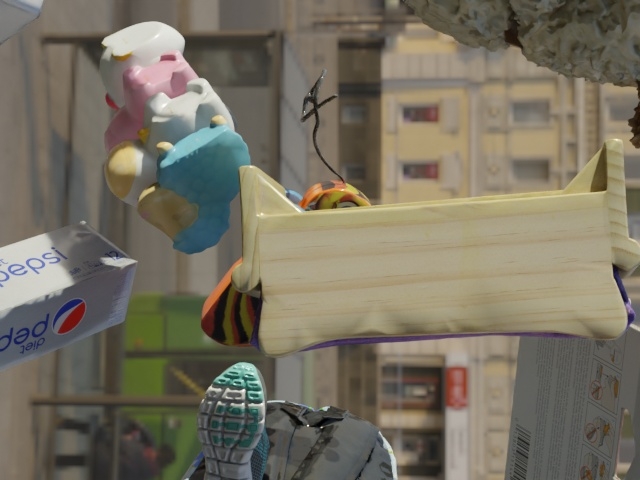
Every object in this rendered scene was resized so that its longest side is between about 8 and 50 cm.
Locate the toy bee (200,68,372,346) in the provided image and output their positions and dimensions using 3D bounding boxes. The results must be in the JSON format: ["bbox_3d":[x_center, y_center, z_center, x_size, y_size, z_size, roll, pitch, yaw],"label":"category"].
[{"bbox_3d":[0.000,0.000,1.398,0.298,0.162,0.195,-59,-171,31],"label":"toy bee"}]

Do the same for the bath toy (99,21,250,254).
[{"bbox_3d":[-0.176,-0.123,1.454,0.348,0.151,0.129,-120,-172,-55],"label":"bath toy"}]

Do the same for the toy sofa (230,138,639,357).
[{"bbox_3d":[0.108,0.014,1.215,0.150,0.362,0.177,27,59,-79],"label":"toy sofa"}]

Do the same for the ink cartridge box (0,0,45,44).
[{"bbox_3d":[-0.361,-0.241,0.743,0.285,0.394,0.166,-11,-119,59],"label":"ink cartridge box"}]

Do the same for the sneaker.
[{"bbox_3d":[-0.075,0.179,1.207,0.076,0.065,0.167,-55,156,-63],"label":"sneaker"}]

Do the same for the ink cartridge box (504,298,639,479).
[{"bbox_3d":[0.334,0.213,1.604,0.261,0.066,0.296,29,-61,58],"label":"ink cartridge box"}]

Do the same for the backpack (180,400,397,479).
[{"bbox_3d":[-0.043,0.333,1.475,0.356,0.290,0.273,-76,171,-45],"label":"backpack"}]

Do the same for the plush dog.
[{"bbox_3d":[0.162,-0.186,0.934,0.262,0.225,0.211,-9,111,-64],"label":"plush dog"}]

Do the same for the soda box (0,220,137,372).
[{"bbox_3d":[-0.338,0.072,1.406,0.286,0.098,0.091,-23,138,-46],"label":"soda box"}]
